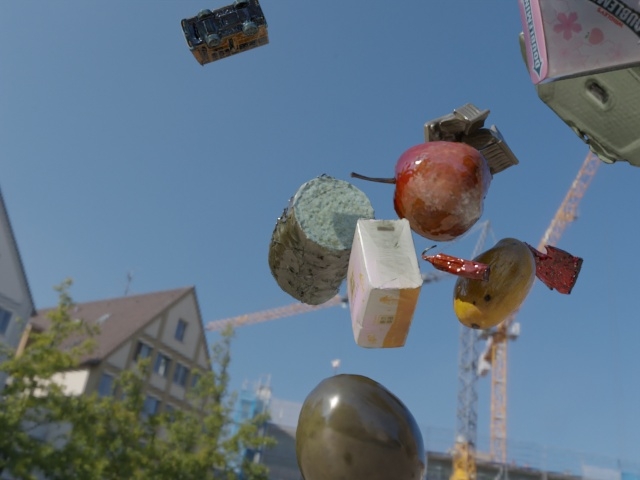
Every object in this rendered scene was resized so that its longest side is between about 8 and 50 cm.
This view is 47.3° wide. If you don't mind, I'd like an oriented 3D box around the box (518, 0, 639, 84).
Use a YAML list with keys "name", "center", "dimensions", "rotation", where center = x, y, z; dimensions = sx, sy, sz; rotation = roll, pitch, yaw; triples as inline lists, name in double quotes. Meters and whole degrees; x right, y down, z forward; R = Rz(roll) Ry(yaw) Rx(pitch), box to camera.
- name: "box"
  center: [0.535, -0.389, 1.232]
  dimensions: [0.369, 0.190, 0.112]
  rotation: [-11, 3, 1]

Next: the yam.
- name: "yam"
  center: [0.000, 0.000, 1.849]
  dimensions: [0.241, 0.241, 0.348]
  rotation: [13, -26, -8]

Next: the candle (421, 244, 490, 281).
- name: "candle"
  center: [0.287, 0.048, 1.571]
  dimensions: [0.162, 0.053, 0.048]
  rotation: [15, -59, 32]

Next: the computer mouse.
- name: "computer mouse"
  center: [0.579, -0.320, 1.446]
  dimensions: [0.145, 0.429, 0.228]
  rotation: [-28, -24, -27]

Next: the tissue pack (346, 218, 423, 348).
- name: "tissue pack"
  center: [0.129, 0.093, 1.545]
  dimensions: [0.124, 0.185, 0.225]
  rotation: [0, -39, -6]

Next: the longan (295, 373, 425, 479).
- name: "longan"
  center: [0.063, 0.346, 1.246]
  dimensions: [0.215, 0.246, 0.246]
  rotation: [-4, -14, -45]

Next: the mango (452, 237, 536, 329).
- name: "mango"
  center: [0.392, 0.087, 1.644]
  dimensions: [0.157, 0.262, 0.109]
  rotation: [10, -33, 41]

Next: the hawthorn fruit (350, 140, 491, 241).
- name: "hawthorn fruit"
  center: [0.270, -0.124, 1.655]
  dimensions: [0.231, 0.263, 0.235]
  rotation: [-47, -25, 16]

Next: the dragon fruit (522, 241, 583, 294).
- name: "dragon fruit"
  center: [0.635, 0.072, 2.055]
  dimensions: [0.192, 0.092, 0.122]
  rotation: [34, -37, 1]

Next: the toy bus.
- name: "toy bus"
  center: [-0.213, -0.467, 1.640]
  dimensions: [0.182, 0.091, 0.103]
  rotation: [-19, -17, -4]

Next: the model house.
- name: "model house"
  center: [0.392, -0.240, 1.850]
  dimensions: [0.229, 0.122, 0.188]
  rotation: [49, -27, -20]
